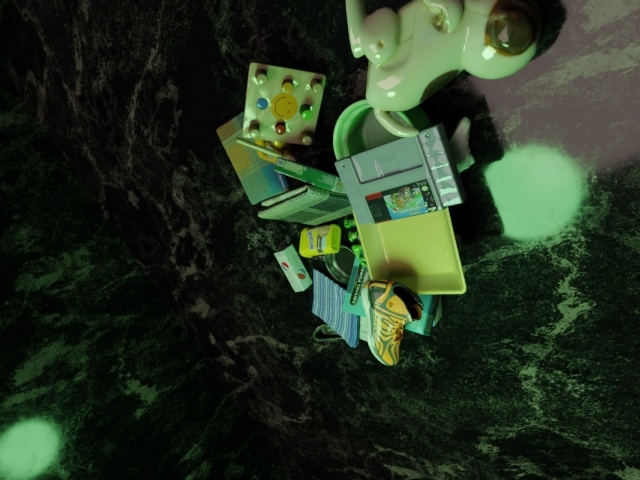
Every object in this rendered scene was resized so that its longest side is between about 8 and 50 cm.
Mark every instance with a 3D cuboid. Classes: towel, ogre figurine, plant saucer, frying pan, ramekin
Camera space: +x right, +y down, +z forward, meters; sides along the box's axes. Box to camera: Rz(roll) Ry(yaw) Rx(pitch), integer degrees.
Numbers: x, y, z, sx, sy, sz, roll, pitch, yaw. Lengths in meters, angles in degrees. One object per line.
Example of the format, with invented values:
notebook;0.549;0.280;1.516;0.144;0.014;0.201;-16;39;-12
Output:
towel;-0.031;-0.130;1.554;0.324;0.312;0.056;-18;72;46
ogre figurine;0.169;-0.011;1.560;0.118;0.197;0.097;-32;135;27
towel;0.059;0.295;1.833;0.336;0.040;0.243;32;129;48
plant saucer;0.291;0.007;1.339;0.333;0.081;0.332;-8;102;41
towel;-0.291;-0.354;1.791;0.272;0.040;0.370;-13;106;44
frying pan;0.057;0.107;1.789;0.326;0.053;0.197;-9;110;46
ramekin;0.204;-0.306;1.305;0.304;0.148;0.303;22;130;29

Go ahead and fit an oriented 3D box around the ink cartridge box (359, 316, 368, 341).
ink cartridge box;0.237;0.349;1.731;0.128;0.072;0.175;17;130;24

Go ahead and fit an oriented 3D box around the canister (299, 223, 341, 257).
canister;0.000;0.000;1.721;0.170;0.073;0.126;-9;69;42

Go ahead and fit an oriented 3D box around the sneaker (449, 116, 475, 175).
sneaker;0.415;-0.259;1.221;0.094;0.080;0.212;23;139;13

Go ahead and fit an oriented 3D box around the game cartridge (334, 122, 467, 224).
game cartridge;0.222;-0.175;1.215;0.355;0.068;0.230;-12;103;42

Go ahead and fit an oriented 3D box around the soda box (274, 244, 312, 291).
soda box;-0.125;0.131;1.948;0.069;0.074;0.216;-15;107;46

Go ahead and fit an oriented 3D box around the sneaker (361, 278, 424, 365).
sneaker;0.249;0.280;1.358;0.180;0.125;0.320;-2;113;41

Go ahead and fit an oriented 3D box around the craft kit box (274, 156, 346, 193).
craft kit box;0.006;-0.223;1.471;0.250;0.247;0.060;24;105;28

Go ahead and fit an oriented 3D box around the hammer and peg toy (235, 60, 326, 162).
hammer and peg toy;-0.144;-0.412;1.434;0.127;0.266;0.361;-110;29;-51

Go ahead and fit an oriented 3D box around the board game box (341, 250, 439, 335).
board game box;0.265;0.181;1.532;0.336;0.079;0.253;10;81;37

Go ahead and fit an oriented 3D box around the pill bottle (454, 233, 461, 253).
pill bottle;0.371;0.012;1.405;0.187;0.112;0.111;7;122;38

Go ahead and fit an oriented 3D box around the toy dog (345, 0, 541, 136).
toy dog;0.298;-0.474;0.991;0.408;0.285;0.394;-4;87;26

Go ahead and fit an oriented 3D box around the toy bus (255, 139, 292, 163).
toy bus;-0.180;-0.469;1.559;0.130;0.108;0.332;25;132;27

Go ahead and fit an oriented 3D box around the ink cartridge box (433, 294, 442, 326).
ink cartridge box;0.344;0.229;1.602;0.231;0.078;0.134;11;124;37

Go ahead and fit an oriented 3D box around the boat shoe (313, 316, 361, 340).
boat shoe;0.094;0.417;1.933;0.335;0.096;0.112;-24;97;47
